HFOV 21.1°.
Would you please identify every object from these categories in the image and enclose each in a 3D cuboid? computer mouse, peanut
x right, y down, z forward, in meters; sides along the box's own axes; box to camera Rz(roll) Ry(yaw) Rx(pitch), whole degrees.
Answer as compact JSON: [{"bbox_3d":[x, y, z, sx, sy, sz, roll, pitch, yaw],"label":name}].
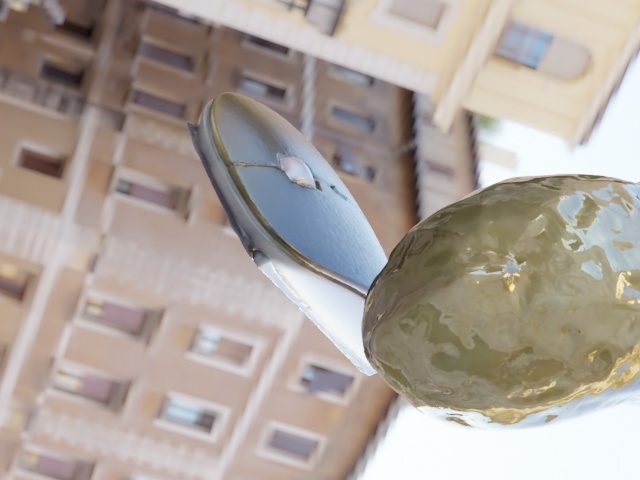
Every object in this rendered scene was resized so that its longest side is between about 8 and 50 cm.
[{"bbox_3d":[0.000,0.000,0.967,0.126,0.056,0.245,63,7,28],"label":"computer mouse"},{"bbox_3d":[0.129,0.022,0.753,0.125,0.275,0.111,-39,-117,47],"label":"peanut"}]
